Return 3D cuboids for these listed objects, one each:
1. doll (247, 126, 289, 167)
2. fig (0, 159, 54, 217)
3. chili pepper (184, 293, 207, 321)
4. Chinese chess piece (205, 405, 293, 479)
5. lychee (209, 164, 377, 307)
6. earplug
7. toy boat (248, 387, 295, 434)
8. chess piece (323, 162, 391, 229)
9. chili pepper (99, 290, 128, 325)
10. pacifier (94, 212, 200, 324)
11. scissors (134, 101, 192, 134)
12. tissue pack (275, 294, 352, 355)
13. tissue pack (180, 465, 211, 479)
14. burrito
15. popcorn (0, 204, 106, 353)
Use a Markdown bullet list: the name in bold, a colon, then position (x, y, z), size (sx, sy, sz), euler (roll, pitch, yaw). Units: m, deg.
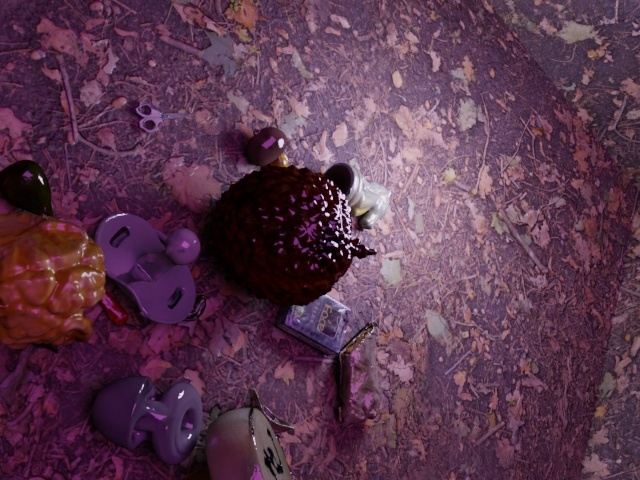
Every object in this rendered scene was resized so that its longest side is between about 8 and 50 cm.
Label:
- **doll**: position (-0.168, -0.280, 2.128), size (0.145, 0.096, 0.188), euler (-22, 119, -24)
- **fig**: position (-0.729, -0.118, 1.649), size (0.117, 0.117, 0.177), euler (-50, 126, -34)
- **chili pepper**: position (-0.371, 0.204, 1.891), size (0.118, 0.035, 0.055), euler (-35, 89, -27)
- **Chinese chess piece**: position (-0.179, 0.622, 1.745), size (0.146, 0.349, 0.349), euler (-23, 95, 2)
- **lychee**: position (-0.078, -0.009, 1.930), size (0.499, 0.424, 0.425), euler (18, 66, -5)
- **earplug**: position (-0.436, 0.462, 1.707), size (0.325, 0.175, 0.214), euler (31, 58, -39)
- **toy boat**: position (-0.161, 0.522, 1.939), size (0.185, 0.089, 0.071), euler (44, 92, 1)
- **chess piece**: position (0.140, -0.146, 2.306), size (0.298, 0.175, 0.176), euler (24, 65, -45)
- **chili pepper**: position (-0.571, 0.162, 1.748), size (0.045, 0.027, 0.178), euler (-45, 105, -34)
- **pacifier**: position (-0.423, 0.046, 1.748), size (0.343, 0.269, 0.288), euler (53, 29, -20)
- **scissors**: position (-0.465, -0.372, 1.961), size (0.189, 0.015, 0.100), euler (-14, 86, -40)
- **tissue pack**: position (-0.020, 0.251, 2.120), size (0.235, 0.073, 0.173), euler (34, 61, -25)
- **tissue pack**: position (-0.310, 0.777, 1.735), size (0.194, 0.145, 0.275), euler (-26, 95, -37)
- **burrito**: position (0.129, 0.439, 2.178), size (0.175, 0.107, 0.348), euler (16, 72, -48)
- **popcorn**: position (-0.674, 0.113, 1.527), size (0.349, 0.349, 0.382), euler (-22, 132, -39)
